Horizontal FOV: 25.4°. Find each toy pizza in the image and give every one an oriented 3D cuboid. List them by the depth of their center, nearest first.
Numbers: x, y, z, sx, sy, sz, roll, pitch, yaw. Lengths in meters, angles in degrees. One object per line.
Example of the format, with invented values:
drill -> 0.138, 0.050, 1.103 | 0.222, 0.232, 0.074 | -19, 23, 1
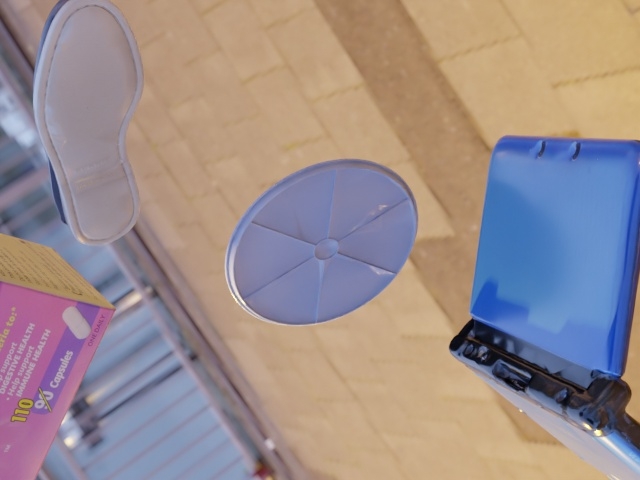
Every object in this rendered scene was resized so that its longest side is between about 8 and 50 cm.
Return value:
toy pizza -> 0.000, 0.000, 1.382 | 0.032, 0.201, 0.201 | -122, 10, -46

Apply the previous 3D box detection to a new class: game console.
game console -> 0.220, 0.065, 1.052 | 0.250, 0.173, 0.293 | 39, 177, -13

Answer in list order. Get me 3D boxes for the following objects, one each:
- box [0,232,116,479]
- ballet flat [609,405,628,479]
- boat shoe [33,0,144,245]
box -> -0.314, 0.095, 1.055 | 0.243, 0.213, 0.117 | 19, -168, -43
ballet flat -> 0.238, 0.134, 1.274 | 0.188, 0.070, 0.070 | 57, 170, 48
boat shoe -> -0.162, -0.088, 0.952 | 0.065, 0.075, 0.206 | 54, 154, 38
